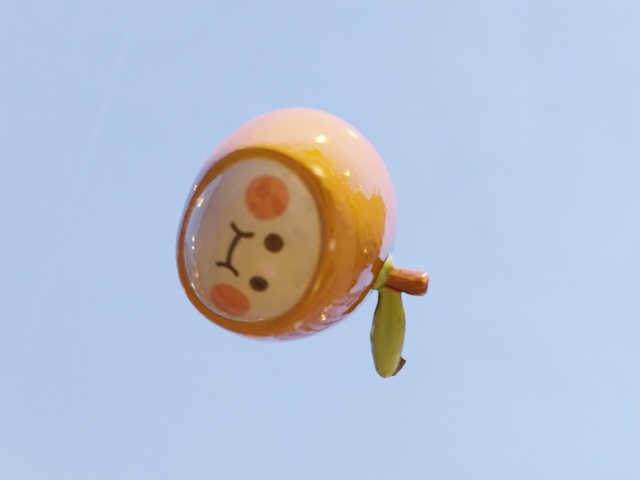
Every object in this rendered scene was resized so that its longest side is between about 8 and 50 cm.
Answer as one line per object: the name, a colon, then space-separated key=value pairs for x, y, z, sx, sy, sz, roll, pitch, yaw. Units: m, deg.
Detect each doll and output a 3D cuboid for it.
doll: x=0.000 y=0.000 z=0.766 sx=0.236 sy=0.213 sz=0.213 roll=26 pitch=-65 yaw=4
